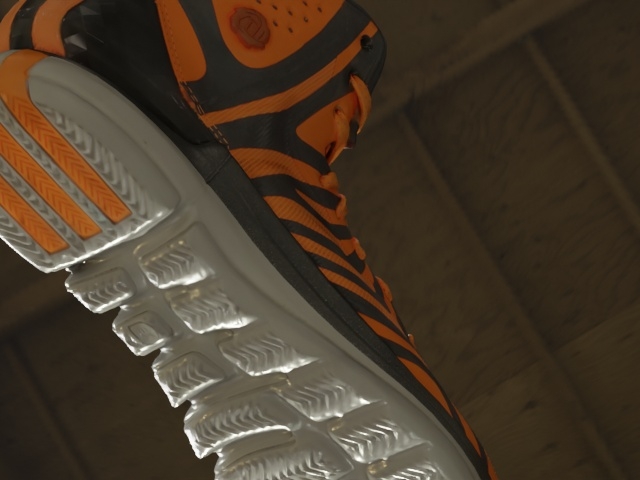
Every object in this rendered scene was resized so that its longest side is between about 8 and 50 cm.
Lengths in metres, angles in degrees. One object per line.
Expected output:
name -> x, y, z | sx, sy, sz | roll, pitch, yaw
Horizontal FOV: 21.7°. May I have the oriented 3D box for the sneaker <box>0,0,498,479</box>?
sneaker -> 0.000, 0.000, 0.718 | 0.321, 0.124, 0.180 | 53, -137, -22
